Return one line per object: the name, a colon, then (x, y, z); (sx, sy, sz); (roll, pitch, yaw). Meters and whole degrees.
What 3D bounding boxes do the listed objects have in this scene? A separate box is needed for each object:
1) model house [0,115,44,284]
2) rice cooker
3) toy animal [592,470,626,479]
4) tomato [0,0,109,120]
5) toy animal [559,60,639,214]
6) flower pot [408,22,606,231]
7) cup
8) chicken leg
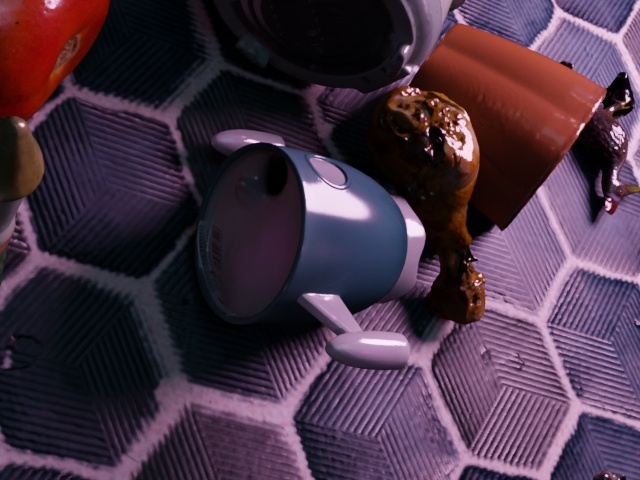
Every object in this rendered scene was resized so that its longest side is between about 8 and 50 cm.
model house: (-0.323, -0.039, 0.694); (0.267, 0.325, 0.194); (14, 65, -22)
rice cooker: (0.035, -0.321, 1.047); (0.317, 0.264, 0.316); (10, 72, -35)
toy animal: (0.272, 0.342, 0.996); (0.176, 0.073, 0.216); (-20, 84, -33)
tomato: (-0.269, -0.188, 0.871); (0.136, 0.195, 0.195); (34, 57, -5)
toy animal: (0.341, -0.123, 1.250); (0.105, 0.070, 0.202); (3, 70, -13)
flower pot: (0.178, -0.131, 1.097); (0.173, 0.190, 0.190); (36, 56, 7)
cup: (0.000, 0.000, 0.950); (0.173, 0.167, 0.299); (6, 41, -39)
chicken leg: (0.117, -0.033, 1.029); (0.087, 0.107, 0.251); (-27, 111, -28)
